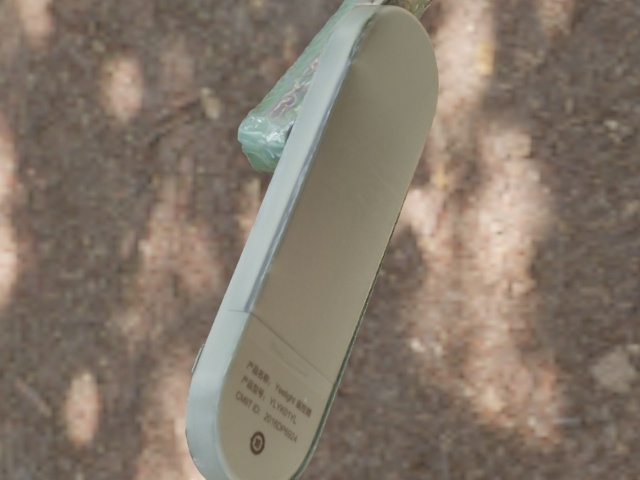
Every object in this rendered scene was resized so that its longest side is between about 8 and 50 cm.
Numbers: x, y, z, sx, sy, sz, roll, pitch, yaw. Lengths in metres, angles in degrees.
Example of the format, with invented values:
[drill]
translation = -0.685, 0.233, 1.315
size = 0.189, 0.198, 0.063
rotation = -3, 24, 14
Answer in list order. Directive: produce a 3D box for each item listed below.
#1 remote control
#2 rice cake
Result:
[remote control]
translation = 0.000, 0.000, 0.825
size = 0.022, 0.077, 0.245
rotation = 3, 63, 39
[rice cake]
translation = 0.018, -0.101, 0.929
size = 0.033, 0.208, 0.033
rotation = 7, 130, 28
